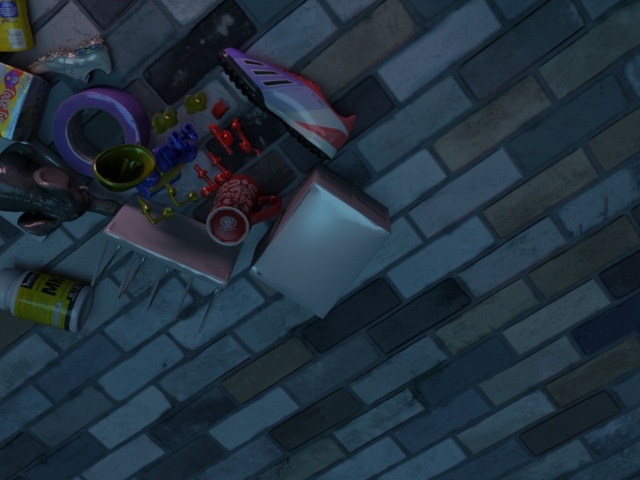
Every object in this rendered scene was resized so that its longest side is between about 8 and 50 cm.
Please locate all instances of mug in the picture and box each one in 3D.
[{"bbox_3d":[-0.173,-0.072,1.471,0.150,0.169,0.113,-27,110,15],"label":"mug"}]

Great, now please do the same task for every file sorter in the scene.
[{"bbox_3d":[-0.348,0.056,1.529,0.277,0.193,0.173,25,116,-8],"label":"file sorter"}]

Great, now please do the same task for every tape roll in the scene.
[{"bbox_3d":[-0.472,-0.235,1.462,0.189,0.080,0.189,1,115,2],"label":"tape roll"}]

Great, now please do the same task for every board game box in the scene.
[{"bbox_3d":[-0.721,-0.315,1.378,0.275,0.142,0.144,20,94,-9],"label":"board game box"}]

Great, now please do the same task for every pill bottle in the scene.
[{"bbox_3d":[-0.664,0.139,1.618,0.208,0.119,0.119,16,114,-5],"label":"pill bottle"}]

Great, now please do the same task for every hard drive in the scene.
[{"bbox_3d":[-0.706,-0.159,1.530,0.307,0.040,0.203,39,111,-14],"label":"hard drive"}]

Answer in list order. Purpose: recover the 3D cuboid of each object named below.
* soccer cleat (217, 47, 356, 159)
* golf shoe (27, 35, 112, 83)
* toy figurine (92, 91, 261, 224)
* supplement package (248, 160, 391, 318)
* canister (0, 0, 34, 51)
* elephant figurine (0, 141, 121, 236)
[{"bbox_3d":[-0.069,-0.305,1.410,0.318,0.108,0.116,39,88,-11],"label":"soccer cleat"},{"bbox_3d":[-0.523,-0.362,1.417,0.176,0.069,0.086,-12,119,9],"label":"golf shoe"},{"bbox_3d":[-0.323,-0.127,1.401,0.191,0.362,0.217,48,136,-4],"label":"toy figurine"},{"bbox_3d":[0.000,0.000,1.508,0.204,0.145,0.262,33,112,-11],"label":"supplement package"},{"bbox_3d":[-0.657,-0.473,1.368,0.126,0.073,0.170,1,116,3],"label":"canister"},{"bbox_3d":[-0.573,-0.094,1.425,0.239,0.186,0.169,27,150,4],"label":"elephant figurine"}]
